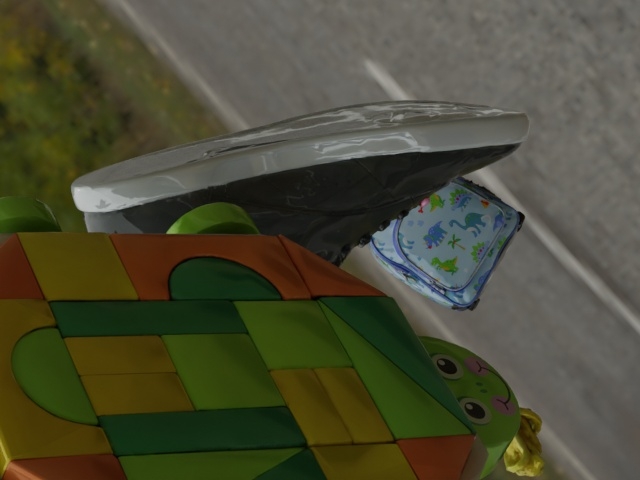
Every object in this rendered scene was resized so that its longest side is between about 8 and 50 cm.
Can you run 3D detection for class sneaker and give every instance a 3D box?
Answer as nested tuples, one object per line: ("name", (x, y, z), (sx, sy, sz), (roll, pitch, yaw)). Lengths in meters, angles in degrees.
("sneaker", (0.000, 0.000, 1.112), (0.104, 0.296, 0.147), (-153, 51, -69))

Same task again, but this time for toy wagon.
("toy wagon", (-0.025, 0.081, 0.866), (0.267, 0.344, 0.068), (59, 137, 39))

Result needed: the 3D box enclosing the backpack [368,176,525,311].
("backpack", (0.098, -0.009, 1.473), (0.114, 0.105, 0.084), (30, 174, 10))
